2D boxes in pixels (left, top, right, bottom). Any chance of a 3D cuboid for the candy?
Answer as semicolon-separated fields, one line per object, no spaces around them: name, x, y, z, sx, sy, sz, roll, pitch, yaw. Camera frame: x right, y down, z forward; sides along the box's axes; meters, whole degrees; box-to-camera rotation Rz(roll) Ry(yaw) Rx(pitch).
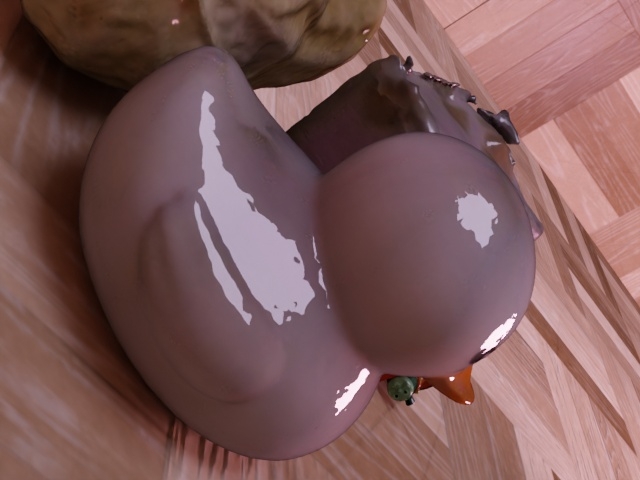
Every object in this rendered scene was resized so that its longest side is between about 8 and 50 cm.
candy;0.048;-0.022;0.775;0.185;0.195;0.137;10;49;-62

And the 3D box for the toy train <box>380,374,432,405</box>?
toy train;0.069;0.098;0.881;0.064;0.044;0.103;70;18;-1

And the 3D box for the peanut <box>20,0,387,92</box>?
peanut;-0.074;-0.175;0.727;0.158;0.174;0.340;62;16;2

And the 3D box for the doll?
doll;0.000;0.000;0.587;0.251;0.221;0.221;55;19;-10
